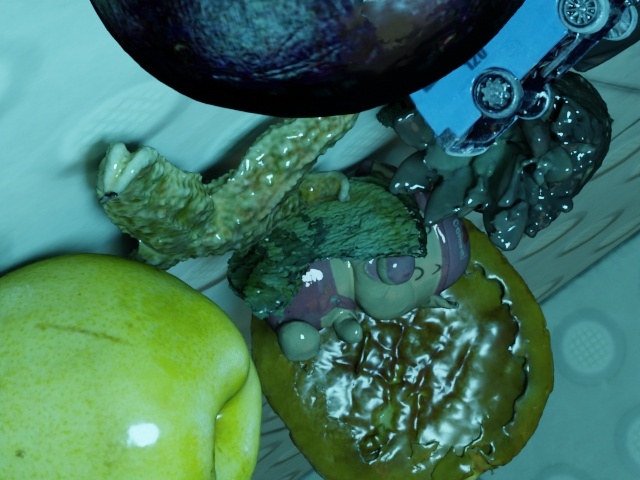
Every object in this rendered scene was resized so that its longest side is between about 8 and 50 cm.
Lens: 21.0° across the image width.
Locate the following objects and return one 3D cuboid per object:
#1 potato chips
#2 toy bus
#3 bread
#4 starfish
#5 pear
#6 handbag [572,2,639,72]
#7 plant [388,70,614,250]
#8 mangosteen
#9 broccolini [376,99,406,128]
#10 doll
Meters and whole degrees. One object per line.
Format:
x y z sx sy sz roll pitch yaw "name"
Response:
0.001 0.003 1.808 0.220 0.202 0.029 -27 129 -16 "potato chips"
0.180 -0.194 1.589 0.234 0.133 0.116 -44 165 20 "toy bus"
0.101 0.139 2.114 0.337 0.358 0.204 -33 173 0 "bread"
-0.071 -0.057 1.621 0.324 0.082 0.432 -28 165 -14 "starfish"
-0.210 0.157 1.579 0.314 0.314 0.314 -31 167 -8 "pear"
0.337 -0.279 1.769 0.247 0.080 0.223 -35 166 4 "handbag"
0.203 -0.108 1.831 0.194 0.182 0.321 -62 166 21 "plant"
-0.011 -0.213 0.903 0.275 0.275 0.302 -31 134 -9 "mangosteen"
0.091 -0.127 1.863 0.035 0.030 0.140 -29 172 12 "broccolini"
0.046 0.019 1.945 0.256 0.152 0.196 -19 131 -10 "doll"
